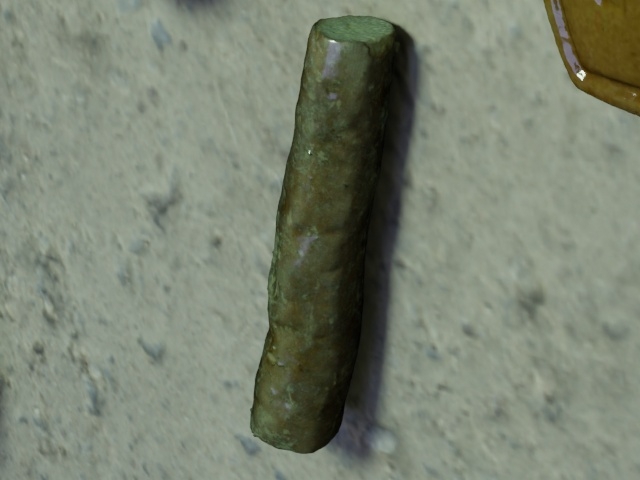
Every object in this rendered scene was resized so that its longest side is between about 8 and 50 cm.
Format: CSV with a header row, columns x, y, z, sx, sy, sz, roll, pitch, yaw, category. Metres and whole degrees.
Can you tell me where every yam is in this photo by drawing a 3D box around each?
x,y,z,sx,sy,sz,roll,pitch,yaw,category
0.000,0.000,1.056,0.061,0.061,0.274,33,132,32,yam

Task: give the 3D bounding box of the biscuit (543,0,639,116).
x,y,z,sx,sy,sz,roll,pitch,yaw,category
0.164,-0.141,0.805,0.182,0.034,0.215,27,130,37,biscuit
